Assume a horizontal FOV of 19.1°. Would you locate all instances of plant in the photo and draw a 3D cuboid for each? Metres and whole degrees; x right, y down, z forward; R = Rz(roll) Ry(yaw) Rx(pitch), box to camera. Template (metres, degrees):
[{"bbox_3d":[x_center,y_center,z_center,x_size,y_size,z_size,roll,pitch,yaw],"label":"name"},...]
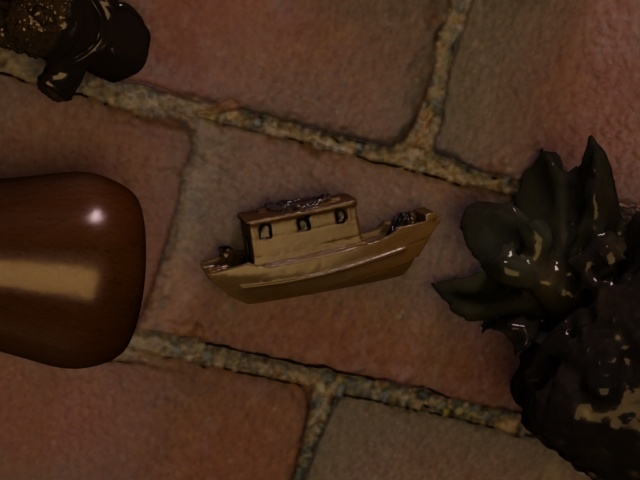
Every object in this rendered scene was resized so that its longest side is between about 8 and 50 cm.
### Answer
[{"bbox_3d":[0.244,0.075,1.559,0.215,0.213,0.312,-45,101,3],"label":"plant"}]

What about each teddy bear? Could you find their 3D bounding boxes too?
[{"bbox_3d":[-0.204,-0.168,1.447,0.160,0.078,0.119,17,97,-17],"label":"teddy bear"}]

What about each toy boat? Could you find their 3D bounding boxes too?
[{"bbox_3d":[0.000,0.000,1.559,0.200,0.057,0.077,-10,101,-11],"label":"toy boat"}]

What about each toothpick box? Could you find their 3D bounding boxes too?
[{"bbox_3d":[-0.289,0.015,1.427,0.294,0.192,0.192,6,104,-21],"label":"toothpick box"}]
